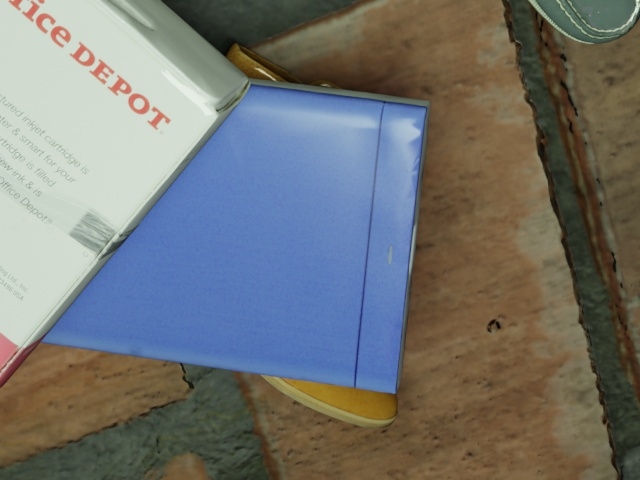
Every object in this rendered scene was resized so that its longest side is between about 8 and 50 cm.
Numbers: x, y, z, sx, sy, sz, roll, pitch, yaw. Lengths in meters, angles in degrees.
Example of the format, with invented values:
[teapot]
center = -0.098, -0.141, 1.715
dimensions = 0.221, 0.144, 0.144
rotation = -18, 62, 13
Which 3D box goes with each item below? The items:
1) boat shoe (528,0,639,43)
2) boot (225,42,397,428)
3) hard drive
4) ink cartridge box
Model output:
[boat shoe]
center = 0.182, -0.277, 1.342
dimensions = 0.116, 0.099, 0.319
rotation = -20, 118, -7
[boot]
center = -0.001, -0.001, 1.413
dimensions = 0.295, 0.104, 0.211
rotation = 34, 102, -23
[hard drive]
center = -0.091, -0.015, 1.327
dimensions = 0.318, 0.040, 0.210
rotation = 8, 106, 8
[ink cartridge box]
center = -0.213, -0.062, 1.251
dimensions = 0.207, 0.117, 0.283
rotation = 41, 108, -2
